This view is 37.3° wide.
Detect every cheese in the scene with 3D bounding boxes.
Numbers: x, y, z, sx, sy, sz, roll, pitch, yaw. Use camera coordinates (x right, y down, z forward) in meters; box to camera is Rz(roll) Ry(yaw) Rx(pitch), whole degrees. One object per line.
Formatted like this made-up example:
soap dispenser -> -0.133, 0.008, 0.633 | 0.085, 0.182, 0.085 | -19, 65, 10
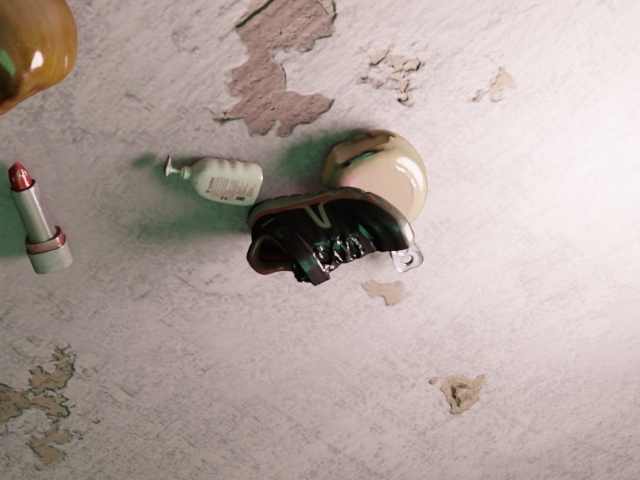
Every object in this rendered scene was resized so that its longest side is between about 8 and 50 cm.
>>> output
cheese -> 0.108, -0.051, 1.564 | 0.163, 0.082, 0.286 | -20, 128, 3

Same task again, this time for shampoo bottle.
shampoo bottle -> -0.172, -0.097, 1.482 | 0.152, 0.045, 0.077 | 7, 125, -21

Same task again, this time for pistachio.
pistachio -> -0.444, -0.289, 1.215 | 0.212, 0.163, 0.260 | -47, 109, -27

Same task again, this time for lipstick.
lipstick -> -0.437, -0.041, 1.453 | 0.063, 0.057, 0.186 | -14, 122, -4

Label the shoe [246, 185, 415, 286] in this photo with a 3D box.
shoe -> 0.000, 0.000, 1.474 | 0.291, 0.137, 0.114 | -3, 137, 28
